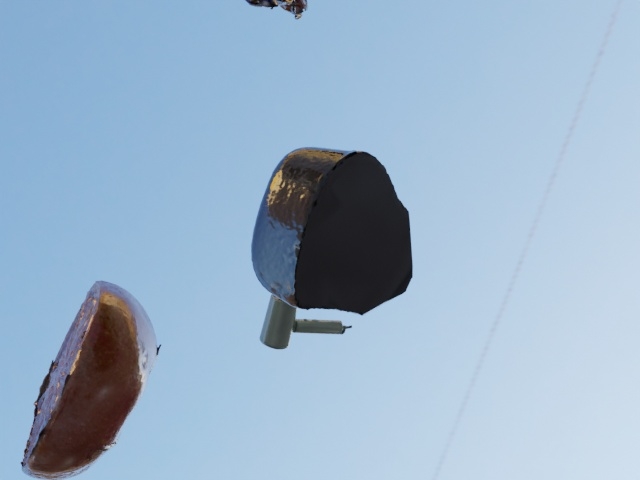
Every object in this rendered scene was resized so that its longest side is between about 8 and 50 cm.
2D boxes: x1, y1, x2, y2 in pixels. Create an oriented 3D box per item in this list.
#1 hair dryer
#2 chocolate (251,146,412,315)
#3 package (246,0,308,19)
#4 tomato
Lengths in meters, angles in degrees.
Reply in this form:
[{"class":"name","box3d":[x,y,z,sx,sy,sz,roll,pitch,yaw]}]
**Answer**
[{"class":"hair dryer","box3d":[-0.012,0.100,1.454,0.124,0.038,0.063,5,-72,-30]},{"class":"chocolate","box3d":[0.000,0.000,0.936,0.125,0.080,0.148,-49,-45,-17]},{"class":"package","box3d":[-0.042,-0.187,0.845,0.077,0.110,0.033,34,-71,-4]},{"class":"tomato","box3d":[-0.248,0.162,1.311,0.095,0.237,0.237,26,-67,-14]}]
